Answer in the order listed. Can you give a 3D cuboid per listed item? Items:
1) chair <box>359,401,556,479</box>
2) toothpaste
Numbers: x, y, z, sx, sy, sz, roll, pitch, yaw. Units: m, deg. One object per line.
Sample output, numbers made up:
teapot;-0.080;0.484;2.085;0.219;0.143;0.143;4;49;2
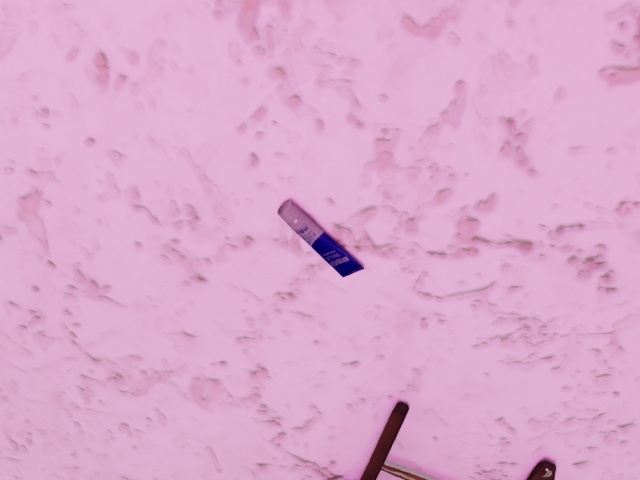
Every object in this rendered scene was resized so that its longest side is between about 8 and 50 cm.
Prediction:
chair;0.064;0.315;1.003;0.186;0.160;0.319;23;128;-4
toothpaste;0.000;0.000;0.854;0.024;0.015;0.083;-23;126;37
